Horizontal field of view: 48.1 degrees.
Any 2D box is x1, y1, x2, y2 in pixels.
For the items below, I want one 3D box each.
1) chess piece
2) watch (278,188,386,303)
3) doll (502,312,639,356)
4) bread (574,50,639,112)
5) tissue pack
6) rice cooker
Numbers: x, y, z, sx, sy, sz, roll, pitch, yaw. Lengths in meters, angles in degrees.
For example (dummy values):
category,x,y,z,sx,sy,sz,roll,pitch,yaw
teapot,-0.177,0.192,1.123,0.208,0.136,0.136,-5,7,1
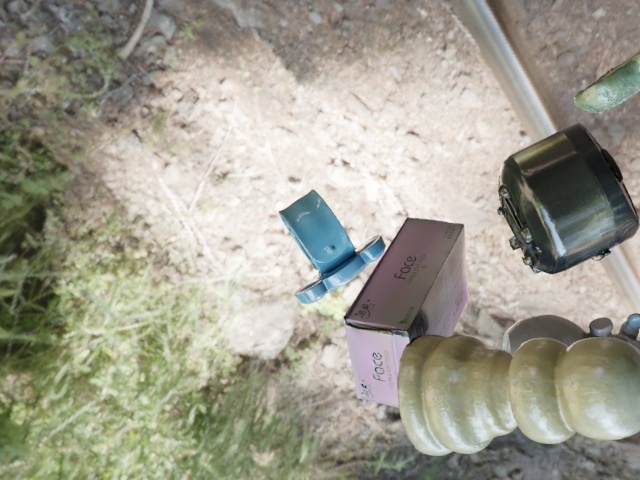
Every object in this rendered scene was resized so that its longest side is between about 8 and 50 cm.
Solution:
category,x,y,z,sx,sy,sz,roll,pitch,yaw
chess piece,0.223,0.160,0.782,0.261,0.142,0.142,-14,128,38
watch,0.000,0.000,1.442,0.211,0.211,0.193,-26,100,52
doll,0.404,0.177,1.003,0.287,0.151,0.151,0,142,4
bread,0.560,-0.298,1.270,0.232,0.172,0.064,-33,90,19
tissue pack,0.126,0.096,0.988,0.093,0.246,0.148,7,126,25
rice cooker,0.214,-0.032,0.630,0.106,0.112,0.165,-25,160,3
